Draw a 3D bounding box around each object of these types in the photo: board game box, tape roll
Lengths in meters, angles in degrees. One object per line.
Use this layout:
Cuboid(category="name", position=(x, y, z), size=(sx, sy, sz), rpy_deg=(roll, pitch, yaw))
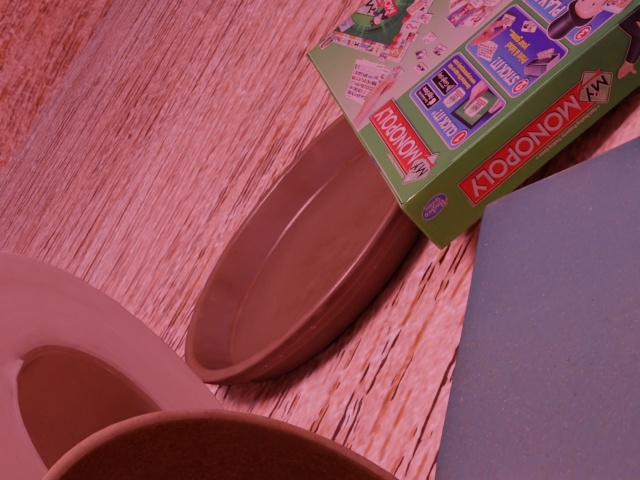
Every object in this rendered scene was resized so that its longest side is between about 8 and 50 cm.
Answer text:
Cuboid(category="board game box", position=(0.110, -0.137, 1.117), size=(0.213, 0.046, 0.317), rpy_deg=(-41, 25, 8))
Cuboid(category="tape roll", position=(-0.141, 0.142, 0.890), size=(0.100, 0.286, 0.286), rpy_deg=(-41, 21, 18))

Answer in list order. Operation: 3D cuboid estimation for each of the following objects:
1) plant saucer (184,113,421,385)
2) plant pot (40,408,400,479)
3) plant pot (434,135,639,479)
Cuboid(category="plant saucer", position=(0.000, 0.000, 1.220), size=(0.278, 0.041, 0.278), rpy_deg=(-44, 19, 20))
Cuboid(category="plant pot", position=(-0.066, 0.241, 0.681), size=(0.254, 0.237, 0.237), rpy_deg=(-55, 14, 33))
Cuboid(category="plant pot", position=(0.138, 0.102, 0.535), size=(0.165, 0.166, 0.234), rpy_deg=(-26, 39, 52))
